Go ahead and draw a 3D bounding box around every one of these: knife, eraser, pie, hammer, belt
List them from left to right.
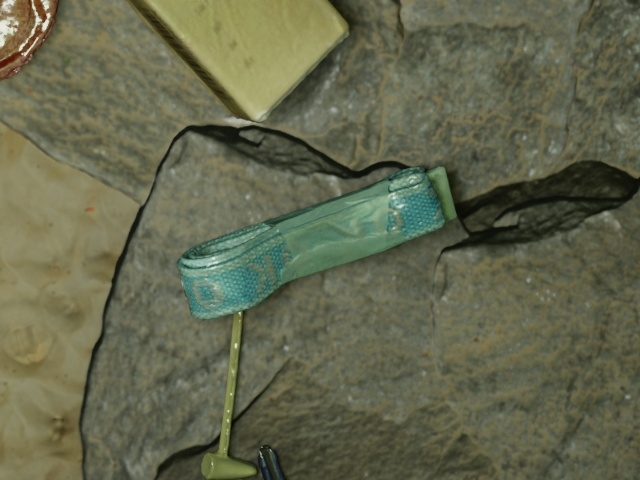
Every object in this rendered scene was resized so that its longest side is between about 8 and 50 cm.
[{"bbox_3d":[-0.336,-0.232,1.793,0.182,0.049,0.182,-5,106,-17],"label":"pie"},{"bbox_3d":[-0.132,-0.280,1.844,0.144,0.078,0.343,-47,111,-8],"label":"eraser"},{"bbox_3d":[-0.082,0.152,1.971,0.060,0.028,0.195,4,97,-26],"label":"hammer"},{"bbox_3d":[-0.046,0.270,2.009,0.031,0.018,0.121,-22,105,-17],"label":"knife"},{"bbox_3d":[0.000,0.000,1.938,0.302,0.087,0.072,-21,103,-16],"label":"belt"}]
